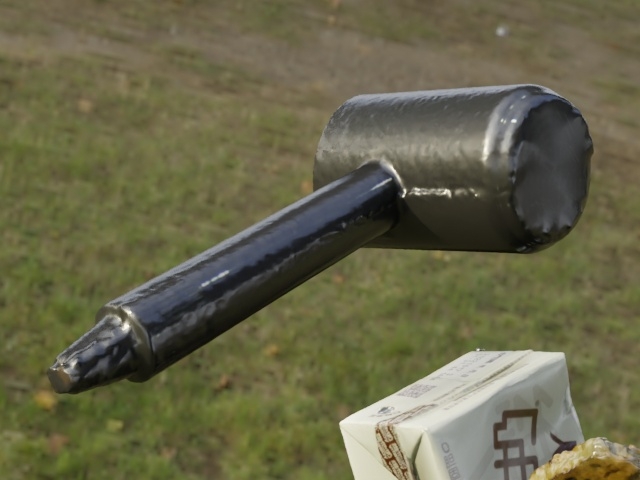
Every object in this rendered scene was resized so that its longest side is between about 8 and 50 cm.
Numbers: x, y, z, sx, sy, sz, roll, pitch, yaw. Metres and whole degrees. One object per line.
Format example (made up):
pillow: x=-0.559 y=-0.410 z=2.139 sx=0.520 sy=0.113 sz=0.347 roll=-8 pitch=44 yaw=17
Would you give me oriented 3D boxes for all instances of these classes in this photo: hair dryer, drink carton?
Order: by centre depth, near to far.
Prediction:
hair dryer: x=-0.001 y=0.000 z=0.631 sx=0.114 sy=0.070 sz=0.248 roll=2 pitch=21 yaw=44
drink carton: x=0.162 y=0.282 z=1.454 sx=0.194 sy=0.324 sz=0.132 roll=-24 pitch=12 yaw=-39

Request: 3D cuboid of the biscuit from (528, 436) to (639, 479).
biscuit: x=0.132 y=0.188 z=0.868 sx=0.131 sy=0.237 sz=0.026 roll=32 pitch=44 yaw=-12
